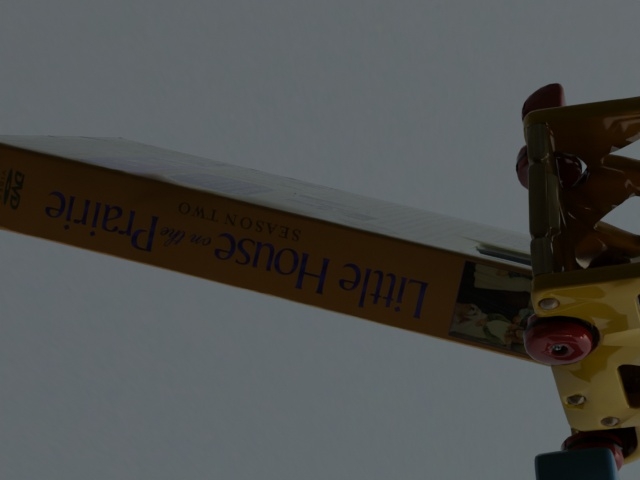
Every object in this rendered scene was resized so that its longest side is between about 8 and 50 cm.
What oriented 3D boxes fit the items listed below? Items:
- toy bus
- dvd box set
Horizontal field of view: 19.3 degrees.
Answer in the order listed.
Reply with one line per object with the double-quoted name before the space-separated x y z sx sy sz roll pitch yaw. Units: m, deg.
"toy bus" 0.144 0.029 0.800 0.104 0.202 0.191 -7 -80 13
"dvd box set" 0.000 0.000 1.320 0.420 0.307 0.062 14 -84 11
